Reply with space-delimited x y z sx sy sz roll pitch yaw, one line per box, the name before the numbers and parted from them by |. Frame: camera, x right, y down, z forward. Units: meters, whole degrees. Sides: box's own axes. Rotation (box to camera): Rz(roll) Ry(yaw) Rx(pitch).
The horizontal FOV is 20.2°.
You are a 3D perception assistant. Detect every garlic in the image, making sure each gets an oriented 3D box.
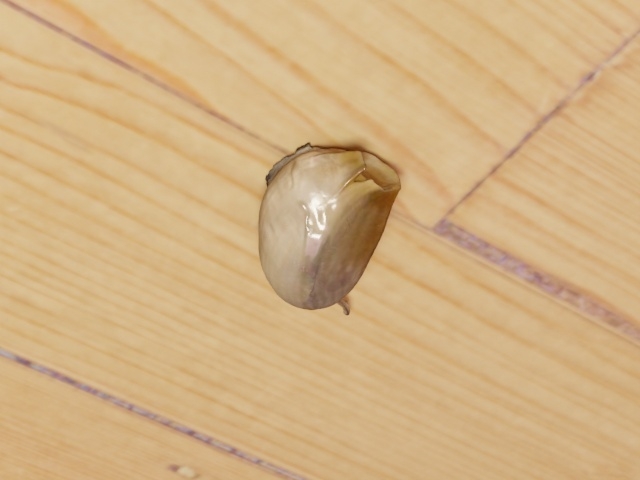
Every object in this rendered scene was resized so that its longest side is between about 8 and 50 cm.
garlic | 0.000 0.005 1.124 0.084 0.066 0.152 6 130 -15
